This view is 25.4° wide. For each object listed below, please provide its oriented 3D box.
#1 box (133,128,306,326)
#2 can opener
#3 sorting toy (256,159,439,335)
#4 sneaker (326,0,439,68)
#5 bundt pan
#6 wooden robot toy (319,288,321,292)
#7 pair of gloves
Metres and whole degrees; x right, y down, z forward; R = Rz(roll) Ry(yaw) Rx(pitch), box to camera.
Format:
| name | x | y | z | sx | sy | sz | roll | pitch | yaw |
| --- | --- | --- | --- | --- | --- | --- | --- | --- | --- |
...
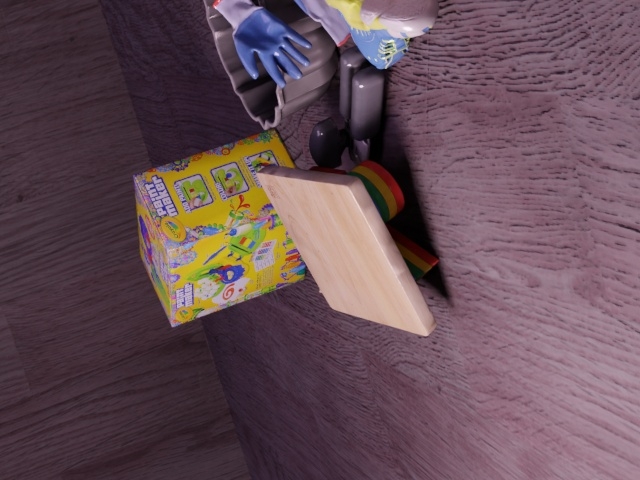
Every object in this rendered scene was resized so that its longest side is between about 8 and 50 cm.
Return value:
| name | x | y | z | sx | sy | sz | roll | pitch | yaw |
| --- | --- | --- | --- | --- | --- | --- | --- | --- | --- |
| box | -0.180 | -0.019 | 2.611 | 0.290 | 0.279 | 0.177 | 98 | 148 | -59 |
| can opener | 0.035 | -0.172 | 2.018 | 0.283 | 0.095 | 0.076 | 89 | 156 | -67 |
| sorting toy | 0.058 | -0.008 | 2.046 | 0.255 | 0.089 | 0.257 | 12 | 136 | 57 |
| sneaker | 0.094 | -0.269 | 1.761 | 0.126 | 0.091 | 0.240 | 58 | 173 | -31 |
| bundt pan | -0.072 | -0.340 | 2.134 | 0.331 | 0.124 | 0.330 | 161 | 90 | -74 |
| wooden robot toy | 0.000 | 0.000 | 2.263 | 0.076 | 0.079 | 0.173 | 130 | 150 | -71 |
| pair of gloves | -0.039 | -0.313 | 1.949 | 0.159 | 0.198 | 0.023 | 52 | 175 | 1 |
